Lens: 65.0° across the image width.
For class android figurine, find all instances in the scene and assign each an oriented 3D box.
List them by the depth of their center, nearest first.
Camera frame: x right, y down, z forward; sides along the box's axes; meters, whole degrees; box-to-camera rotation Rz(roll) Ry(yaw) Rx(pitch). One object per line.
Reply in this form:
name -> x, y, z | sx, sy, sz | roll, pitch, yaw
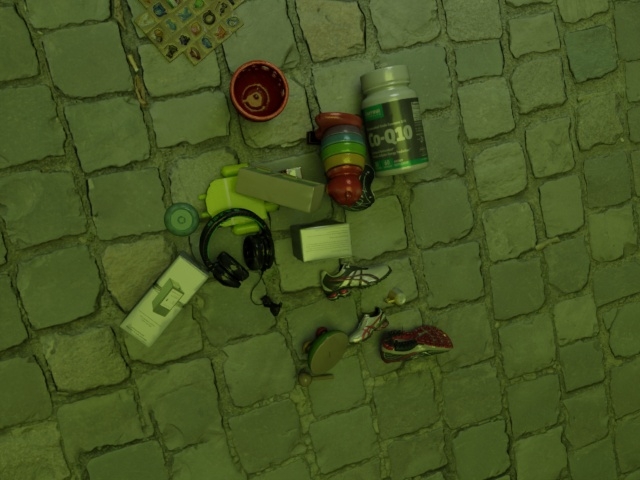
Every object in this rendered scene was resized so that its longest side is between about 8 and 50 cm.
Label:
android figurine -> -0.287, -0.142, 1.759 | 0.273, 0.056, 0.248 | -13, 99, -14

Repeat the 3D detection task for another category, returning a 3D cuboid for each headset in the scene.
headset -> -0.248, 0.082, 1.714 | 0.243, 0.185, 0.394 | -32, 123, -17

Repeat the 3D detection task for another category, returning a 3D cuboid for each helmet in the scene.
helmet -> 0.116, -0.186, 1.800 | 0.169, 0.169, 0.161 | 12, 77, -14

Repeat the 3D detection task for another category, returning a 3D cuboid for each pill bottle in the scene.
pill bottle -> 0.257, -0.418, 1.789 | 0.204, 0.204, 0.361 | -14, 98, -12

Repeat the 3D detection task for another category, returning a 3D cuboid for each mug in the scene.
mug -> 0.294, 0.226, 1.932 | 0.062, 0.064, 0.078 | 44, 85, -14

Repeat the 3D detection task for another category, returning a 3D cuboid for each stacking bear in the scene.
stacking bear -> 0.072, -0.257, 1.669 | 0.164, 0.175, 0.289 | -4, 77, -2

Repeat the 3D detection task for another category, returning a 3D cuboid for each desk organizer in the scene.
desk organizer -> 0.017, -0.368, 1.814 | 0.130, 0.050, 0.047 | 1, 95, -14

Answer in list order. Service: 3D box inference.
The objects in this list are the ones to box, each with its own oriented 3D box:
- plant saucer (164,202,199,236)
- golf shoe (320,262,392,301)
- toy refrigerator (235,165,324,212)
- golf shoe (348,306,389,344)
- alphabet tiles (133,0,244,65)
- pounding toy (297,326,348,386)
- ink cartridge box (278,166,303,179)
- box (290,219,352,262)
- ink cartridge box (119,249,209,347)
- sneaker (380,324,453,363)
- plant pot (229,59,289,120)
plant saucer -> -0.479, -0.072, 1.737 | 0.119, 0.021, 0.119 | -1, 96, -13
golf shoe -> 0.134, 0.129, 1.867 | 0.273, 0.105, 0.120 | -20, 93, -11
toy refrigerator -> -0.132, -0.174, 1.644 | 0.270, 0.102, 0.094 | 16, 107, 18
golf shoe -> 0.170, 0.325, 1.905 | 0.186, 0.067, 0.086 | -30, 95, -27
alphabet tiles -> -0.435, -0.773, 1.686 | 0.342, 0.011, 0.285 | -43, 104, -6
pounding toy -> -0.007, 0.409, 1.856 | 0.183, 0.110, 0.236 | -4, 120, -46
ink cartridge box -> -0.101, -0.201, 1.758 | 0.056, 0.135, 0.099 | -13, 99, -15
box -> 0.000, 0.000, 1.778 | 0.182, 0.181, 0.119 | -7, 98, -13
ink cartridge box -> -0.506, 0.182, 1.660 | 0.121, 0.211, 0.289 | 41, 84, -12
sneaker -> 0.372, 0.408, 1.955 | 0.299, 0.121, 0.112 | 1, 124, -15
plant pot -> -0.212, -0.487, 1.683 | 0.191, 0.174, 0.191 | -1, 96, -14
